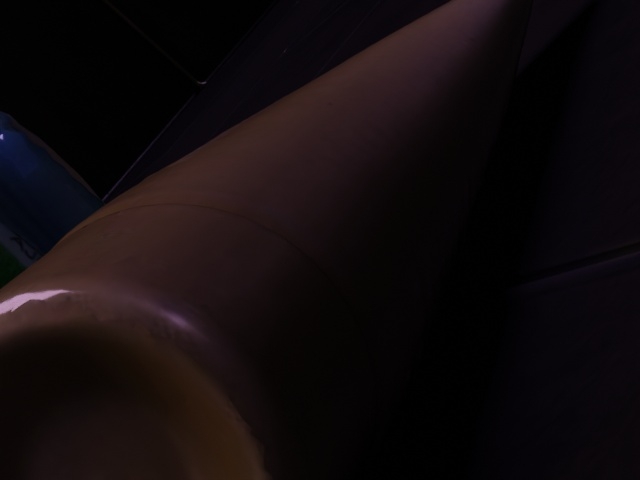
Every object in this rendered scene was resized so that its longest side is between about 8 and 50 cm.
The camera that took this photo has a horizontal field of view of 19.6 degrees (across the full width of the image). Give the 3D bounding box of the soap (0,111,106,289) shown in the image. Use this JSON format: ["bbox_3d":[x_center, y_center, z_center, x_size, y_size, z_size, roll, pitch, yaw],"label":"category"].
[{"bbox_3d":[-0.148,0.092,0.533,0.077,0.156,0.293,-23,26,53],"label":"soap"}]

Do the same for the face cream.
[{"bbox_3d":[0.000,0.000,0.495,0.137,0.084,0.341,-56,-2,22],"label":"face cream"}]
